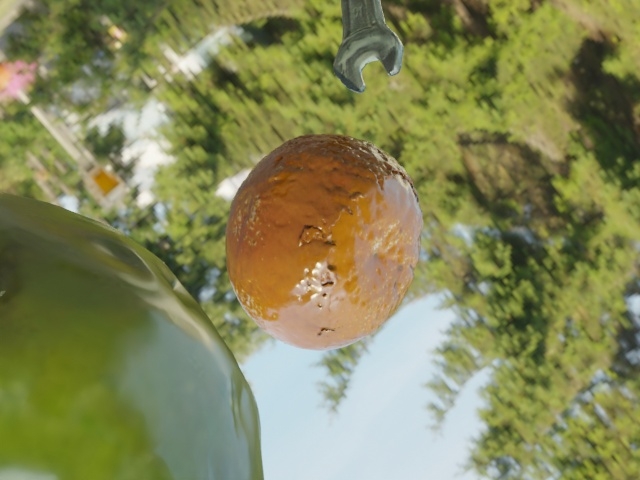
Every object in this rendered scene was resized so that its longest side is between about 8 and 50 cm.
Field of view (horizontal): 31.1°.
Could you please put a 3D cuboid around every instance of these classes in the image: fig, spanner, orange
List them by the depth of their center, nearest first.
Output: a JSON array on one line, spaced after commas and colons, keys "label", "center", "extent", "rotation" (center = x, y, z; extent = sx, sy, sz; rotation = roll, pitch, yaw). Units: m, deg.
[{"label": "fig", "center": [-0.158, 0.075, 0.467], "extent": [0.233, 0.233, 0.314], "rotation": [-42, -139, -10]}, {"label": "orange", "center": [0.000, 0.000, 1.018], "extent": [0.161, 0.193, 0.193], "rotation": [15, -131, 34]}, {"label": "spanner", "center": [0.028, -0.283, 1.058], "extent": [0.071, 0.302, 0.017], "rotation": [-12, 169, 27]}]
